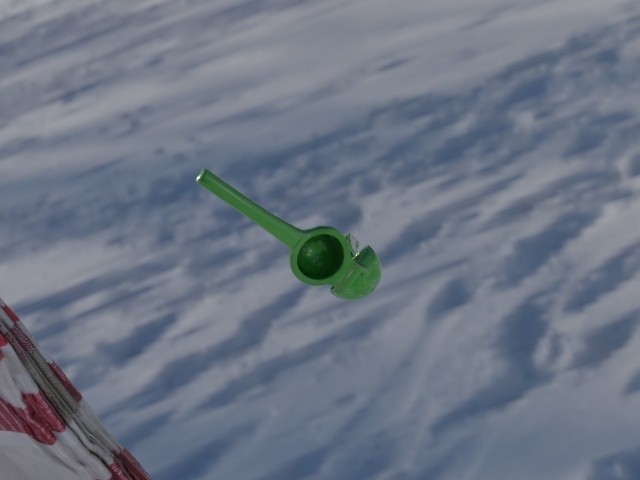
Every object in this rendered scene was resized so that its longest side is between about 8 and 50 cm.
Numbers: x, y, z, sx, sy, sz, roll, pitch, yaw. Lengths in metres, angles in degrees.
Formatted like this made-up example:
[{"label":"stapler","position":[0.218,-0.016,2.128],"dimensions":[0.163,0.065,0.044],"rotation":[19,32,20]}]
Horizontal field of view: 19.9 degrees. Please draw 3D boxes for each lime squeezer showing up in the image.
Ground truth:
[{"label":"lime squeezer","position":[0.000,0.000,1.660],"dimensions":[0.059,0.110,0.310],"rotation":[-36,-23,16]}]

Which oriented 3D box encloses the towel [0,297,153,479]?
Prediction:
[{"label":"towel","position":[-0.234,0.117,1.013],"dimensions":[0.237,0.329,0.037],"rotation":[-11,46,22]}]
